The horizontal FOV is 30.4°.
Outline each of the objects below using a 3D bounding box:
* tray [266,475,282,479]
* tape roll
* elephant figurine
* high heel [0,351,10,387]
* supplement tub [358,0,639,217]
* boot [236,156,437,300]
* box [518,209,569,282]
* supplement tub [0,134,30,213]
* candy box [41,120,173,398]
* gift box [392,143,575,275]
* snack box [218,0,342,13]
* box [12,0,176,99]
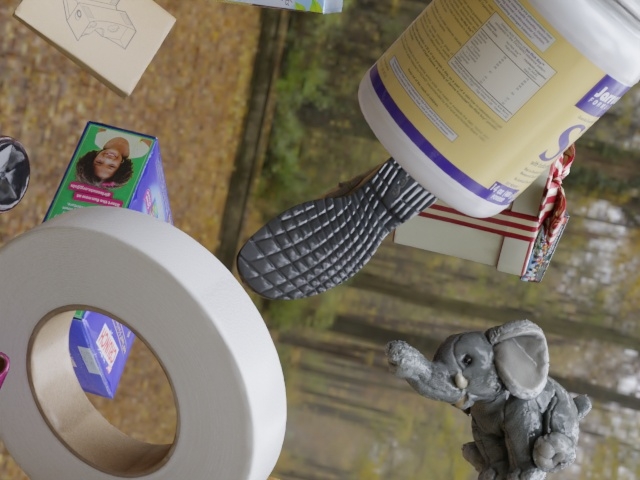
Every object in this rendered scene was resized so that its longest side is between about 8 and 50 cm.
[{"bbox_3d":[-0.044,0.463,1.246,0.203,0.076,0.411,-55,-151,17],"label":"tray"},{"bbox_3d":[-0.221,0.152,1.295,0.072,0.392,0.392,-37,145,-54],"label":"tape roll"},{"bbox_3d":[0.205,0.169,1.413,0.239,0.169,0.186,59,12,-7],"label":"elephant figurine"},{"bbox_3d":[-0.493,0.187,1.159,0.181,0.127,0.377,-30,179,39],"label":"high heel"},{"bbox_3d":[0.232,-0.216,1.387,0.331,0.241,0.241,-46,-166,23],"label":"supplement tub"},{"bbox_3d":[0.000,0.000,1.610,0.118,0.338,0.222,63,-29,-1],"label":"boot"},{"bbox_3d":[0.403,-0.052,2.292,0.233,0.044,0.159,-103,-155,-52],"label":"box"},{"bbox_3d":[-0.489,-0.098,1.555,0.106,0.197,0.106,-29,123,-56],"label":"supplement tub"},{"bbox_3d":[-0.328,0.033,1.746,0.268,0.122,0.317,91,12,-59],"label":"candy box"},{"bbox_3d":[0.271,-0.120,1.872,0.276,0.258,0.255,95,11,-51],"label":"gift box"},{"bbox_3d":[-0.080,-0.319,1.426,0.174,0.207,0.070,-59,158,-76],"label":"snack box"},{"bbox_3d":[-0.330,-0.329,1.737,0.021,0.201,0.164,-22,-143,53],"label":"box"}]
